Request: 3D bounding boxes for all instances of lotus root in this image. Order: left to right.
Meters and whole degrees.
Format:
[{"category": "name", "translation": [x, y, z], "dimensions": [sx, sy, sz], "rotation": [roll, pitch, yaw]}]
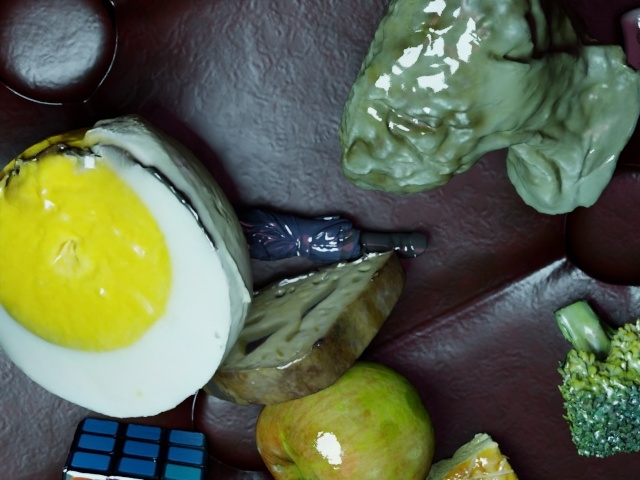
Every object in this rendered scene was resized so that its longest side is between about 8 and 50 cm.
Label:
[{"category": "lotus root", "translation": [-0.033, 0.107, 1.398], "dimensions": [0.260, 0.170, 0.074], "rotation": [-17, 120, 17]}]

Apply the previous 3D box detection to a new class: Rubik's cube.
[{"category": "Rubik's cube", "translation": [-0.216, 0.311, 1.432], "dimensions": [0.160, 0.162, 0.163], "rotation": [8, 99, -6]}]

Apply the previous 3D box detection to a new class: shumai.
[{"category": "shumai", "translation": [0.201, -0.167, 1.295], "dimensions": [0.288, 0.330, 0.292], "rotation": [29, 54, 4]}]

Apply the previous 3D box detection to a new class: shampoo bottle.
[{"category": "shampoo bottle", "translation": [0.381, -0.225, 1.434], "dimensions": [0.072, 0.043, 0.099], "rotation": [-3, 102, 14]}]

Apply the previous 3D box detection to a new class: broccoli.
[{"category": "broccoli", "translation": [0.334, 0.154, 1.460], "dimensions": [0.194, 0.219, 0.194], "rotation": [1, 92, 36]}]

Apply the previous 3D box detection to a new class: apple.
[{"category": "apple", "translation": [0.033, 0.226, 1.423], "dimensions": [0.196, 0.196, 0.196], "rotation": [-1, 101, -5]}]

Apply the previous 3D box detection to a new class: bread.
[{"category": "bread", "translation": [0.205, 0.341, 1.520], "dimensions": [0.125, 0.068, 0.188], "rotation": [-34, 102, 2]}]

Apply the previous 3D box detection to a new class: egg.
[{"category": "egg", "translation": [-0.199, 0.012, 1.353], "dimensions": [0.337, 0.201, 0.337], "rotation": [12, 120, 22]}]

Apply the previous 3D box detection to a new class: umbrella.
[{"category": "umbrella", "translation": [-0.001, 0.004, 1.442], "dimensions": [0.248, 0.071, 0.071], "rotation": [8, 100, -10]}]
